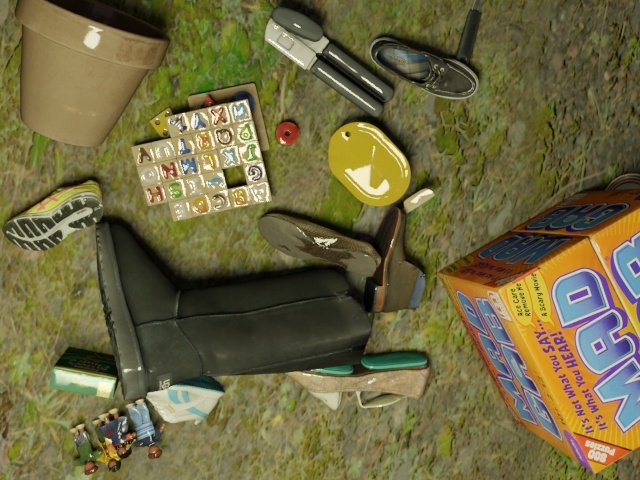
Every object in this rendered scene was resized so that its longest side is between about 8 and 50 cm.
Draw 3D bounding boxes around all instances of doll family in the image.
[{"bbox_3d":[-0.376,0.376,1.505,0.193,0.076,0.111,-29,75,24],"label":"doll family"}]

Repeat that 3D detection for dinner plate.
[{"bbox_3d":[0.648,-0.069,1.685,0.141,0.017,0.141,0,92,-8],"label":"dinner plate"}]

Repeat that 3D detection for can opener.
[{"bbox_3d":[0.019,-0.343,1.541,0.283,0.095,0.076,35,88,-8],"label":"can opener"}]

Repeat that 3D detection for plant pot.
[{"bbox_3d":[-0.421,-0.295,1.421,0.263,0.263,0.229,19,107,-9],"label":"plant pot"}]

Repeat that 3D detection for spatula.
[{"bbox_3d":[0.320,-0.481,1.613,0.084,0.030,0.297,17,89,-11],"label":"spatula"}]

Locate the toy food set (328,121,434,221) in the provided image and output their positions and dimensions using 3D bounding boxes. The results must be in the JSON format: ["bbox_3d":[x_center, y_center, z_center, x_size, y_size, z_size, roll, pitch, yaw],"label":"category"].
[{"bbox_3d":[0.111,-0.141,1.584,0.128,0.071,0.218,-41,96,19],"label":"toy food set"}]

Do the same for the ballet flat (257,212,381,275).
[{"bbox_3d":[0.000,0.000,1.555,0.249,0.058,0.084,18,132,11],"label":"ballet flat"}]

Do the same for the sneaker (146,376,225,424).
[{"bbox_3d":[-0.278,0.284,1.482,0.228,0.087,0.092,28,97,-45],"label":"sneaker"}]

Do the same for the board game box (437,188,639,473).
[{"bbox_3d":[0.496,0.141,1.499,0.356,0.356,0.356,-29,96,-6],"label":"board game box"}]

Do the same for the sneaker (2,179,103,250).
[{"bbox_3d":[-0.489,-0.050,1.494,0.208,0.094,0.081,-18,130,10],"label":"sneaker"}]

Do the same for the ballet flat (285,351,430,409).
[{"bbox_3d":[0.062,0.277,1.572,0.316,0.107,0.106,3,105,-8],"label":"ballet flat"}]

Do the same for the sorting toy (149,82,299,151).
[{"bbox_3d":[-0.184,-0.223,1.541,0.274,0.046,0.132,-13,94,-7],"label":"sorting toy"}]

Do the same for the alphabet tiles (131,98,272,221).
[{"bbox_3d":[-0.228,-0.145,1.519,0.237,0.009,0.198,-12,107,4],"label":"alphabet tiles"}]

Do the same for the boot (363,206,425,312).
[{"bbox_3d":[0.159,0.042,1.582,0.106,0.082,0.219,6,111,-19],"label":"boot"}]

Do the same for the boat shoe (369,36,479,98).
[{"bbox_3d":[0.203,-0.331,1.567,0.228,0.076,0.080,24,113,-7],"label":"boat shoe"}]

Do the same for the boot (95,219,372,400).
[{"bbox_3d":[-0.169,0.094,1.487,0.445,0.146,0.367,-9,56,-19],"label":"boot"}]

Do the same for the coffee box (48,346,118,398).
[{"bbox_3d":[-0.417,0.237,1.454,0.113,0.184,0.040,13,91,-9],"label":"coffee box"}]
